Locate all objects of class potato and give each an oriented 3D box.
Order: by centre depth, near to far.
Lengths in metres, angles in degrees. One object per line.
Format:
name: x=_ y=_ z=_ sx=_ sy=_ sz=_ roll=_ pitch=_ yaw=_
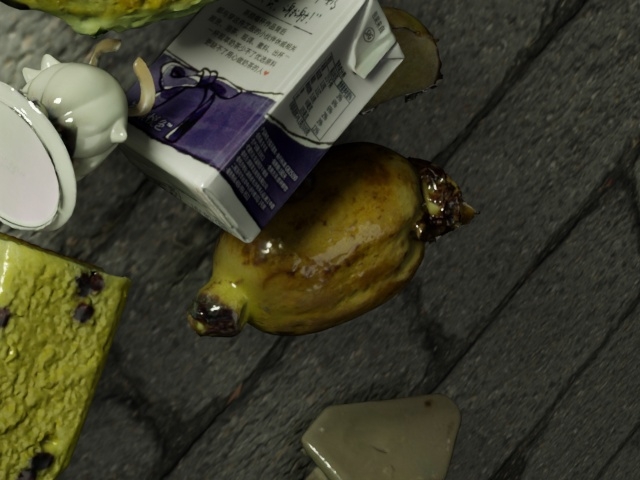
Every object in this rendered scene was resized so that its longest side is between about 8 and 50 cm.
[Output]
potato: x=0.018 y=-0.172 z=1.323 sx=0.172 sy=0.089 sz=0.100 roll=-23 pitch=142 yaw=-12

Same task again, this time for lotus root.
lotus root: x=0.000 y=0.000 z=1.376 sx=0.314 sy=0.141 sz=0.169 roll=-26 pitch=133 yaw=-25

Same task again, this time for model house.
model house: x=0.059 y=0.290 z=1.710 sx=0.229 sy=0.122 sz=0.188 roll=-6 pitch=135 yaw=-33

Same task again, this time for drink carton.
drink carton: x=-0.053 y=-0.129 z=1.207 sx=0.222 sy=0.134 sz=0.102 roll=-51 pitch=143 yaw=-10

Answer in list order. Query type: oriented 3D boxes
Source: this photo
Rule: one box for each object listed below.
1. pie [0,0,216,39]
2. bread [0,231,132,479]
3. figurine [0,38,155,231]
pie: x=-0.114 y=-0.307 z=1.012 sx=0.371 sy=0.078 sz=0.296 roll=-50 pitch=134 yaw=-8
bread: x=-0.272 y=0.178 z=1.148 sx=0.138 sy=0.077 sz=0.361 roll=24 pitch=83 yaw=-45
figurine: x=-0.192 y=-0.095 z=1.091 sx=0.154 sy=0.132 sz=0.132 roll=-42 pitch=146 yaw=-42
